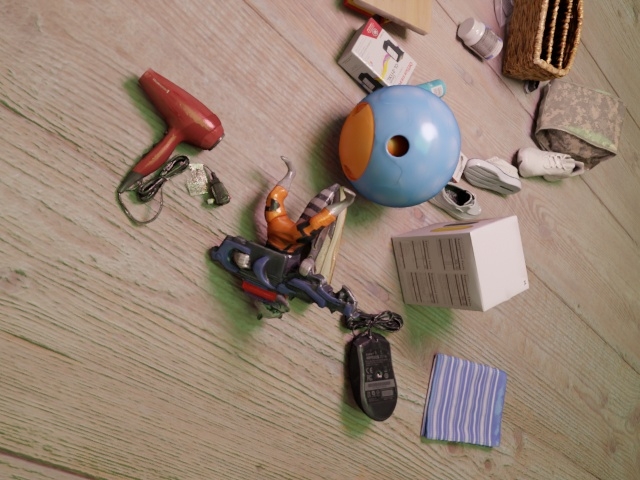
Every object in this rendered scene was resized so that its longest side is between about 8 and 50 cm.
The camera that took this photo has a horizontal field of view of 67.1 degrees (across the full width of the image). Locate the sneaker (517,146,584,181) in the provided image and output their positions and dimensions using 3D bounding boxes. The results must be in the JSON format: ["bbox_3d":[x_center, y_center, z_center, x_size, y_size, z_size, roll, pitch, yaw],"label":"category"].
[{"bbox_3d":[0.793,-0.271,1.669,0.297,0.129,0.111,0,90,-33],"label":"sneaker"}]

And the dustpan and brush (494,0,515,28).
[{"bbox_3d":[0.627,-0.844,1.622,0.147,0.060,0.211,-36,108,-30],"label":"dustpan and brush"}]

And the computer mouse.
[{"bbox_3d":[0.131,0.315,1.230,0.188,0.072,0.272,10,70,-32],"label":"computer mouse"}]

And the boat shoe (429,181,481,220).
[{"bbox_3d":[0.414,-0.115,1.429,0.227,0.081,0.079,19,78,-32],"label":"boat shoe"}]

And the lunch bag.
[{"bbox_3d":[0.904,-0.423,1.724,0.287,0.169,0.235,24,72,-5],"label":"lunch bag"}]

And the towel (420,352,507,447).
[{"bbox_3d":[0.445,0.487,1.450,0.336,0.040,0.243,21,76,-32],"label":"towel"}]

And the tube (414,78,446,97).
[{"bbox_3d":[0.266,-0.405,1.365,0.207,0.052,0.080,-25,89,-27],"label":"tube"}]

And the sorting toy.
[{"bbox_3d":[0.179,-0.701,1.291,0.255,0.089,0.257,7,84,-34],"label":"sorting toy"}]

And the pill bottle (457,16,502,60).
[{"bbox_3d":[0.499,-0.633,1.514,0.137,0.078,0.078,21,76,-32],"label":"pill bottle"}]

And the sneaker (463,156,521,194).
[{"bbox_3d":[0.537,-0.219,1.527,0.258,0.094,0.091,16,61,-37],"label":"sneaker"}]

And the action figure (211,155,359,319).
[{"bbox_3d":[-0.033,0.031,1.018,0.330,0.341,0.178,-64,162,8],"label":"action figure"}]

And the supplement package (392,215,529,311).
[{"bbox_3d":[0.365,0.057,1.279,0.199,0.262,0.198,-16,97,-34],"label":"supplement package"}]

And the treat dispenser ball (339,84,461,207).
[{"bbox_3d":[0.187,-0.222,1.154,0.288,0.288,0.288,2,87,-34],"label":"treat dispenser ball"}]

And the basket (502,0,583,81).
[{"bbox_3d":[0.741,-0.673,1.532,0.213,0.223,0.299,7,96,-6],"label":"basket"}]

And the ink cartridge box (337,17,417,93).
[{"bbox_3d":[0.151,-0.464,1.261,0.175,0.072,0.127,36,68,-21],"label":"ink cartridge box"}]

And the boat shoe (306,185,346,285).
[{"bbox_3d":[0.000,0.000,1.133,0.092,0.103,0.285,12,79,0],"label":"boat shoe"}]

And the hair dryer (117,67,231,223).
[{"bbox_3d":[-0.293,-0.192,0.950,0.223,0.080,0.294,-13,95,-34],"label":"hair dryer"}]

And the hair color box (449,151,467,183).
[{"bbox_3d":[0.350,-0.249,1.410,0.167,0.053,0.093,37,67,-26],"label":"hair color box"}]

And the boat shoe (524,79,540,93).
[{"bbox_3d":[0.769,-0.581,1.719,0.049,0.040,0.142,38,68,-27],"label":"boat shoe"}]
